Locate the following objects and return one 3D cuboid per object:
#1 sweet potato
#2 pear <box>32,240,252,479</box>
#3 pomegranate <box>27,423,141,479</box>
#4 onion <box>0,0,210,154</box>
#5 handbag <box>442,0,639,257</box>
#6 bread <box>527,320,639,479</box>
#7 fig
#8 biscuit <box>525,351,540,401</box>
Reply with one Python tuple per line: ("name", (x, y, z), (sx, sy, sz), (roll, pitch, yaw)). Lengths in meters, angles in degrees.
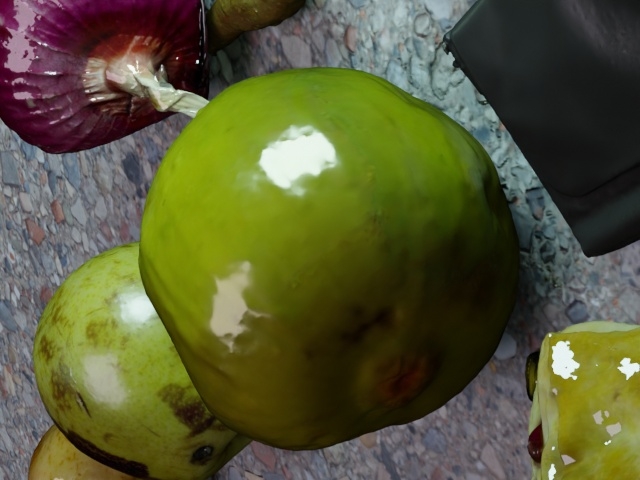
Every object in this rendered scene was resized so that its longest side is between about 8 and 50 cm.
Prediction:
("sweet potato", (-0.068, -0.234, 1.445), (0.274, 0.067, 0.067), (-21, 88, 62))
("pear", (-0.175, 0.136, 1.594), (0.283, 0.283, 0.284), (28, 127, 45))
("pomegranate", (-0.269, 0.295, 1.837), (0.215, 0.215, 0.215), (28, 127, 45))
("onion", (-0.247, -0.222, 1.523), (0.272, 0.230, 0.256), (-176, 78, -77))
("handbag", (0.224, -0.123, 1.060), (0.223, 0.080, 0.247), (58, 144, 3))
("bread", (0.285, 0.223, 0.987), (0.314, 0.191, 0.370), (0, 68, 17))
("fig", (-0.005, 0.000, 1.260), (0.343, 0.343, 0.343), (28, 127, 45))
("biscuit", (0.274, 0.144, 1.185), (0.292, 0.026, 0.048), (15, 114, 50))
